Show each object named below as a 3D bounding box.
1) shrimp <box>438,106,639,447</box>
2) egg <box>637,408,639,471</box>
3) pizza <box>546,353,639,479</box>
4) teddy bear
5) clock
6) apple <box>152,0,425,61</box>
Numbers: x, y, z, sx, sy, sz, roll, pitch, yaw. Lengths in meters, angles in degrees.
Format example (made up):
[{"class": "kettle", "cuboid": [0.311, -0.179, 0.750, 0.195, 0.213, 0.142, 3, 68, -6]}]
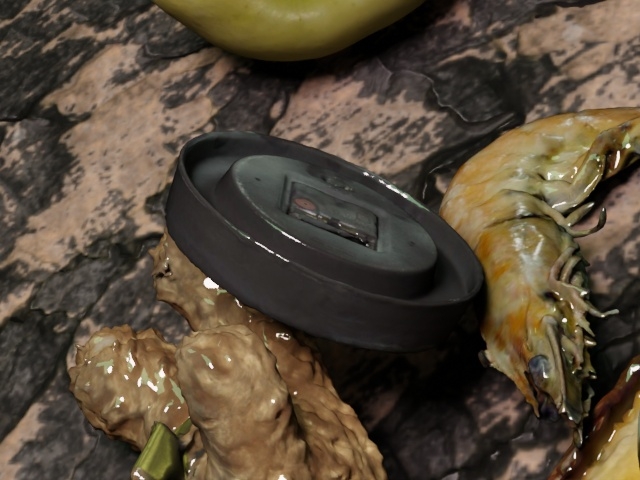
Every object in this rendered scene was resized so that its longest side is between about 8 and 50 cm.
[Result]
[{"class": "shrimp", "cuboid": [0.159, 0.003, 0.985, 0.169, 0.058, 0.296, -24, 32, 9]}, {"class": "egg", "cuboid": [0.248, 0.070, 0.732, 0.231, 0.169, 0.169, -20, 47, -2]}, {"class": "pizza", "cuboid": [0.242, 0.152, 0.838, 0.435, 0.080, 0.392, -10, 51, 20]}, {"class": "teddy bear", "cuboid": [-0.089, 0.134, 0.933, 0.296, 0.222, 0.246, 51, 125, 30]}, {"class": "clock", "cuboid": [0.000, 0.000, 0.955, 0.184, 0.184, 0.040, 47, 120, 43]}, {"class": "apple", "cuboid": [-0.026, -0.252, 1.192, 0.262, 0.262, 0.262, -15, 50, 18]}]
